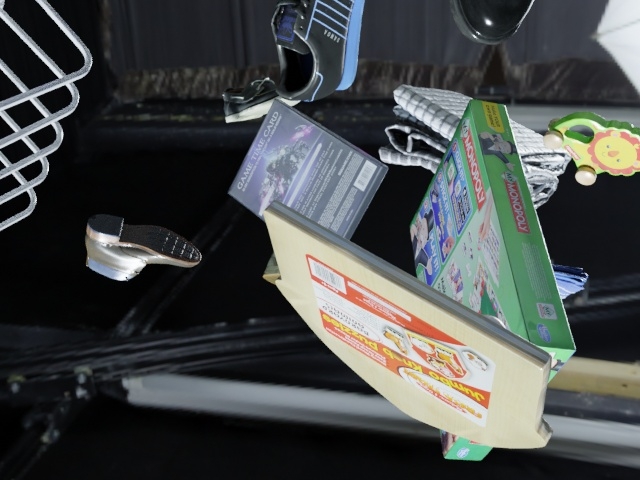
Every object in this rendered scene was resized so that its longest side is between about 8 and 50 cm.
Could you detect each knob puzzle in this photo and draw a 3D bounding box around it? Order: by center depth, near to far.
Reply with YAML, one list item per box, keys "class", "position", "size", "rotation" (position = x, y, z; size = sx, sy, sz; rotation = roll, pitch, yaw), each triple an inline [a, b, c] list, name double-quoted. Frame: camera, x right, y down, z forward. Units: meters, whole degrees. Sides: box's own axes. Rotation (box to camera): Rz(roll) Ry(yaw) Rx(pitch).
- class: "knob puzzle"
  position: [0.056, 0.061, 0.513]
  size: [0.213, 0.213, 0.030]
  rotation: [20, -118, 39]

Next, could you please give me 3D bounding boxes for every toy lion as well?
- class: "toy lion"
  position: [0.321, -0.110, 0.966]
  size: [0.096, 0.100, 0.034]
  rotation: [-26, -153, 51]

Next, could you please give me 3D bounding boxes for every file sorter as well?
- class: "file sorter"
  position: [-0.384, -0.133, 0.890]
  size: [0.173, 0.277, 0.193]
  rotation: [47, -134, 5]

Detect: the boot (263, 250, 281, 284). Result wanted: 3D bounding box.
- class: "boot"
  position: [0.000, 0.000, 1.562]
  size: [0.213, 0.077, 0.165]
  rotation: [-3, -117, 33]

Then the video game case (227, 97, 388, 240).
- class: "video game case"
  position: [-0.030, -0.102, 1.455]
  size: [0.274, 0.196, 0.026]
  rotation: [37, -165, 35]

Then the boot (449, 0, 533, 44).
- class: "boot"
  position: [0.291, -0.440, 1.145]
  size: [0.131, 0.348, 0.260]
  rotation: [6, -168, -14]

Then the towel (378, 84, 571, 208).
- class: "towel"
  position: [0.250, -0.141, 1.365]
  size: [0.235, 0.121, 0.284]
  rotation: [35, -157, 25]

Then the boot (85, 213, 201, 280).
- class: "boot"
  position: [-0.343, 0.028, 1.617]
  size: [0.219, 0.106, 0.082]
  rotation: [19, -144, -8]

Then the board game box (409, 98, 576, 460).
- class: "board game box"
  position: [0.163, 0.037, 0.887]
  size: [0.046, 0.213, 0.317]
  rotation: [8, -131, -13]

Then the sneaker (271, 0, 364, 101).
- class: "sneaker"
  position: [-0.006, -0.259, 0.904]
  size: [0.081, 0.232, 0.090]
  rotation: [25, -142, 38]

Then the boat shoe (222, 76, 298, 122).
- class: "boat shoe"
  position: [-0.122, -0.290, 1.691]
  size: [0.084, 0.079, 0.233]
  rotation: [-10, -176, -38]

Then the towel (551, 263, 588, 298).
- class: "towel"
  position: [0.336, 0.121, 1.662]
  size: [0.243, 0.336, 0.040]
  rotation: [10, -119, -13]
